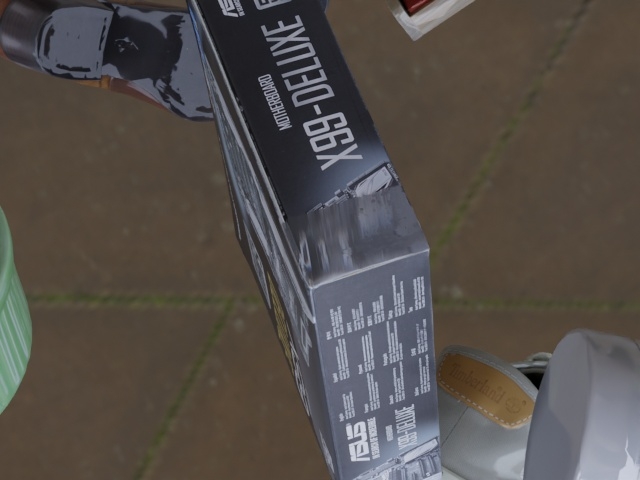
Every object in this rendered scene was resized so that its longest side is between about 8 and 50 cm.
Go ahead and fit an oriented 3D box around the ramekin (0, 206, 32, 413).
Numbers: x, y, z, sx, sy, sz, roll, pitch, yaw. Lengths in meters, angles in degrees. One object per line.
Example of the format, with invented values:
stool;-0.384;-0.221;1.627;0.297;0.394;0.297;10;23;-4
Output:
ramekin;-0.418;0.076;1.761;0.303;0.303;0.148;-24;140;-9

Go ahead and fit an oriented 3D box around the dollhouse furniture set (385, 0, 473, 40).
dollhouse furniture set;0.115;-0.252;1.476;0.184;0.129;0.129;-34;131;12

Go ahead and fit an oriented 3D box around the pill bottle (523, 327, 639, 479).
pill bottle;0.307;0.155;1.186;0.334;0.188;0.188;12;132;-6

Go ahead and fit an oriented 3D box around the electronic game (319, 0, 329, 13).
electronic game;-0.005;-0.328;1.801;0.048;0.229;0.229;-1;137;-5

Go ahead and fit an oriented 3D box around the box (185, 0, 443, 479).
box;0.000;0.000;1.199;0.076;0.242;0.307;-18;149;-6

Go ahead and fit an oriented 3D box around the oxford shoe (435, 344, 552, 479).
oxford shoe;0.179;0.159;1.527;0.130;0.169;0.449;-63;158;3

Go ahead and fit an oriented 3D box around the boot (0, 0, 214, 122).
boot;-0.222;-0.187;1.630;0.264;0.280;0.096;-2;110;-42
